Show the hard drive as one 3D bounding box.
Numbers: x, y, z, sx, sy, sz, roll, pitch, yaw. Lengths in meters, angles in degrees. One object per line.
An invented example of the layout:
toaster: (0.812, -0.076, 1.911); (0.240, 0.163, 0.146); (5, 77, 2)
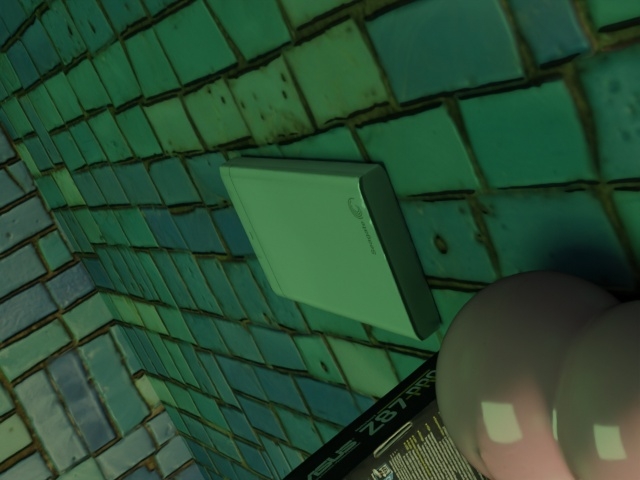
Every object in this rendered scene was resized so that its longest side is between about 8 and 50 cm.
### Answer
hard drive: (0.000, 0.000, 1.175); (0.353, 0.047, 0.233); (11, 128, 55)

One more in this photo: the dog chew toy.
dog chew toy: (0.261, 0.135, 0.728); (0.331, 0.206, 0.207); (5, 124, 48)

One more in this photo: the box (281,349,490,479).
box: (0.178, 0.333, 0.936); (0.097, 0.318, 0.395); (-4, 117, 61)
